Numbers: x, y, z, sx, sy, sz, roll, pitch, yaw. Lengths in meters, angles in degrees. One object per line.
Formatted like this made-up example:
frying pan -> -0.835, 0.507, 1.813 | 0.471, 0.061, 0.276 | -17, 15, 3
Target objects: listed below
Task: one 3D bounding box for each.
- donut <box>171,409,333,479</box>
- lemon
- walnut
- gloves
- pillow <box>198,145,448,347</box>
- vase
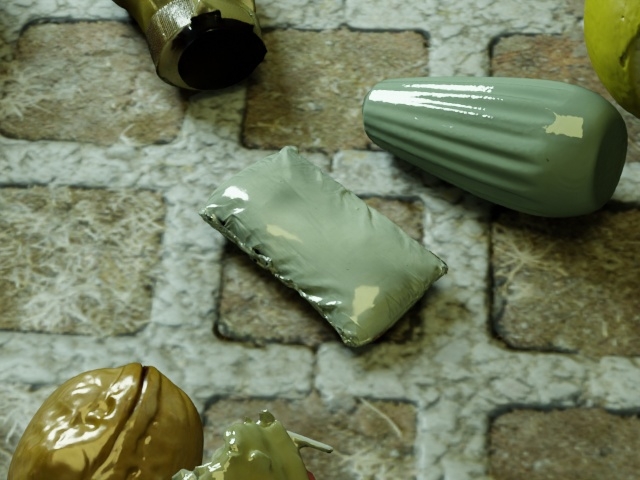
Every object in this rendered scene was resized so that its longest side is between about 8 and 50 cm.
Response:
donut -> -0.183, 0.268, 1.300 | 0.371, 0.150, 0.307 | 2, 84, 6
lemon -> 0.375, -0.229, 1.781 | 0.240, 0.240, 0.219 | 0, 34, 1
walnut -> -0.169, 0.177, 1.465 | 0.144, 0.144, 0.180 | 13, 52, 12
gloves -> -0.162, -0.298, 1.914 | 0.154, 0.141, 0.331 | -30, 59, 8
pillow -> 0.000, 0.000, 1.689 | 0.128, 0.051, 0.229 | -36, 57, -25
vase -> 0.160, -0.100, 1.737 | 0.248, 0.128, 0.128 | 15, 48, 26
